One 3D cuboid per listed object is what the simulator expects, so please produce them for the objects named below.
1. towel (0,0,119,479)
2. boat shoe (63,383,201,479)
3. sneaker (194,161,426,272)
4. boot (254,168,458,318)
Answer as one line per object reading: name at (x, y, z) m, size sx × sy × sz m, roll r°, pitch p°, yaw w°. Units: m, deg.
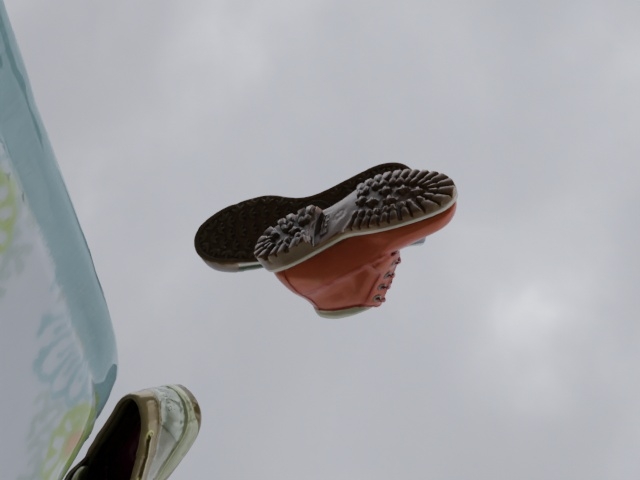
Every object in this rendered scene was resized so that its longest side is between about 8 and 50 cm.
towel at (-0.209, 0.065, 0.464) m, size 0.090 × 0.374 × 0.320 m, roll 18°, pitch -127°, yaw 21°
boat shoe at (-0.115, 0.133, 0.702) m, size 0.050 × 0.045 × 0.135 m, roll 36°, pitch -76°, yaw 37°
sneaker at (0.000, 0.000, 1.080) m, size 0.192 × 0.086 × 0.064 m, roll -16°, pitch -125°, yaw 14°
boot at (0.040, 0.005, 0.928) m, size 0.158 × 0.084 × 0.059 m, roll -21°, pitch -151°, yaw 31°
